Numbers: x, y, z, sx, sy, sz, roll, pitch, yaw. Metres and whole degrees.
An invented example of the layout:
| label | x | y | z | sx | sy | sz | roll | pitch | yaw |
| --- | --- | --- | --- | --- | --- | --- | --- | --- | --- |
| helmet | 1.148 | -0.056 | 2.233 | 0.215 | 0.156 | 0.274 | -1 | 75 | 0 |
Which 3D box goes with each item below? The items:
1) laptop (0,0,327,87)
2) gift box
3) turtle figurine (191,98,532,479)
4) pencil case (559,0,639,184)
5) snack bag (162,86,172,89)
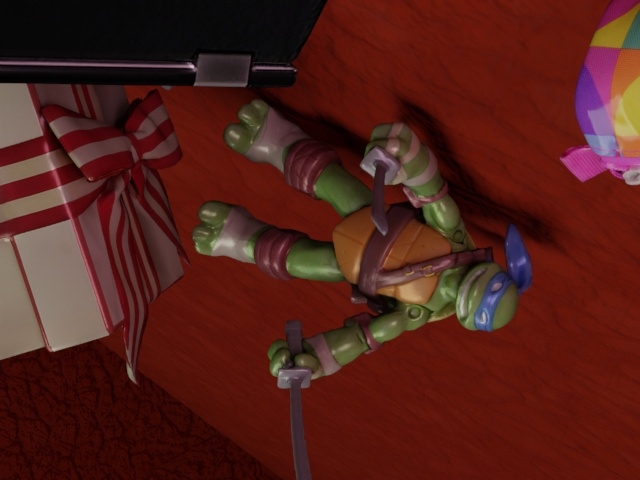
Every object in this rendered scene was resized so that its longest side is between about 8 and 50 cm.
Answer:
| label | x | y | z | sx | sy | sz | roll | pitch | yaw |
| --- | --- | --- | --- | --- | --- | --- | --- | --- | --- |
| laptop | -0.191 | -0.198 | 0.569 | 0.382 | 0.236 | 0.408 | -2 | -158 | -27 |
| gift box | -0.235 | -0.016 | 0.918 | 0.255 | 0.258 | 0.276 | -69 | -40 | -76 |
| turtle figurine | 0.000 | 0.000 | 0.930 | 0.266 | 0.275 | 0.197 | 28 | 136 | 37 |
| pencil case | 0.225 | -0.053 | 0.539 | 0.236 | 0.104 | 0.104 | 15 | 156 | 44 |
| snack bag | -0.245 | -0.258 | 0.947 | 0.323 | 0.037 | 0.342 | 31 | 166 | 10 |
